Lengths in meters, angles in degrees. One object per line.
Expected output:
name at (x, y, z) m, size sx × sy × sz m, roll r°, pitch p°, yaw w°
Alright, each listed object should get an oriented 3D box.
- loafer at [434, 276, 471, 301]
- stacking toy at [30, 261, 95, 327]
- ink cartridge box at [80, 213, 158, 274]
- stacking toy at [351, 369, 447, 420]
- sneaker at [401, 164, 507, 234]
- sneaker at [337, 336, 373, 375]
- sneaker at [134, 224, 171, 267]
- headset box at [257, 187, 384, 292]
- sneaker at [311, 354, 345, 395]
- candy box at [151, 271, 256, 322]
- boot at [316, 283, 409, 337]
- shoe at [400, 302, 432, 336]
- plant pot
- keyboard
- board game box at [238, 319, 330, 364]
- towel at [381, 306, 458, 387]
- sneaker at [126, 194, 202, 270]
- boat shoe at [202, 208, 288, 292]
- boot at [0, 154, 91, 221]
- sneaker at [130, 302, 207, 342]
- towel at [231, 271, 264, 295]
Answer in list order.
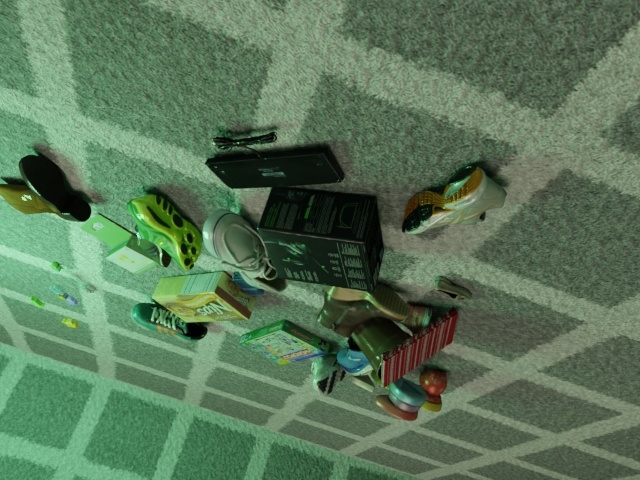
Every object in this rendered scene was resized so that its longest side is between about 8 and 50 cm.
loafer at (0.358, 0.143, 1.666) m, size 0.125 × 0.039 × 0.045 m, roll 29°, pitch 147°, yaw -21°
stacking toy at (-0.956, 0.204, 2.282) m, size 0.052 × 0.167 × 0.221 m, roll -2°, pitch 145°, yaw 28°
ink cartridge box at (-0.637, 0.018, 1.932) m, size 0.235 × 0.056 × 0.171 m, roll 32°, pitch 147°, yaw -29°
stacking toy at (0.291, 0.494, 2.164) m, size 0.279 × 0.130 × 0.309 m, roll 30°, pitch -166°, yaw 31°
sneaker at (0.285, -0.060, 1.317) m, size 0.121 × 0.099 × 0.262 m, roll 26°, pitch 150°, yaw -24°
sneaker at (0.147, 0.369, 2.092) m, size 0.147 × 0.130 × 0.330 m, roll 49°, pitch 149°, yaw -8°
sneaker at (-0.510, 0.009, 1.851) m, size 0.086 × 0.064 × 0.192 m, roll 17°, pitch 149°, yaw 10°
headset box at (0.000, 0.000, 1.513) m, size 0.283 × 0.131 × 0.246 m, roll 7°, pitch 149°, yaw 16°
sneaker at (0.013, 0.483, 2.234) m, size 0.118 × 0.110 × 0.292 m, roll 20°, pitch -174°, yaw 15°
candy box at (-0.397, 0.197, 2.075) m, size 0.316 × 0.088 × 0.183 m, roll -8°, pitch 141°, yaw 36°
boot at (0.121, 0.214, 1.802) m, size 0.248 × 0.090 × 0.207 m, roll 27°, pitch 129°, yaw 9°
shoe at (0.283, 0.250, 1.865) m, size 0.081 × 0.064 × 0.178 m, roll 14°, pitch 145°, yaw 6°
plant pot at (0.190, 0.309, 1.868) m, size 0.165 × 0.167 × 0.167 m, roll 47°, pitch 169°, yaw 36°
keyboard at (-0.122, -0.182, 1.372) m, size 0.317 × 0.033 × 0.201 m, roll -1°, pitch 152°, yaw 26°
board game box at (-0.142, 0.393, 2.321) m, size 0.213 × 0.046 × 0.317 m, roll 32°, pitch 146°, yaw -24°
towel at (0.290, 0.318, 1.803) m, size 0.031 × 0.274 × 0.199 m, roll 50°, pitch 161°, yaw 33°
sneaker at (-0.434, -0.029, 1.725) m, size 0.123 × 0.109 × 0.296 m, roll 10°, pitch 146°, yaw 33°
boat shoe at (-0.174, 0.050, 1.642) m, size 0.156 × 0.136 × 0.367 m, roll 21°, pitch 158°, yaw 29°
boot at (-0.828, -0.154, 1.739) m, size 0.280 × 0.096 × 0.264 m, roll 9°, pitch 157°, yaw 27°
sneaker at (-0.566, 0.304, 2.330) m, size 0.302 × 0.108 × 0.121 m, roll 27°, pitch 148°, yaw -34°
towel at (-0.232, 0.143, 1.965) m, size 0.067 × 0.029 × 0.119 m, roll -1°, pitch 146°, yaw 26°
